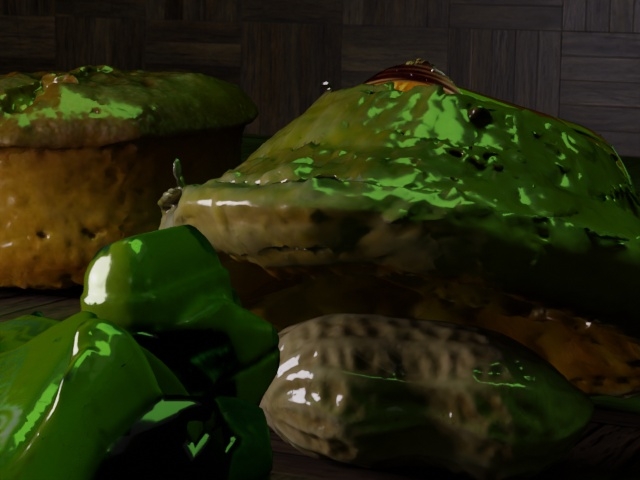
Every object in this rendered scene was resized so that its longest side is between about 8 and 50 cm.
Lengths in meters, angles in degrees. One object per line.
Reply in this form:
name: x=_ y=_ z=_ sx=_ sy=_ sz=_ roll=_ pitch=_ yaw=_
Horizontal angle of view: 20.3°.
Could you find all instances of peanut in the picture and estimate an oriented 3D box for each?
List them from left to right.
peanut: x=0.049 y=0.083 z=0.959 sx=0.194 sy=0.083 sz=0.093 roll=4 pitch=-5 yaw=29

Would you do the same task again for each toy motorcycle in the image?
toy motorcycle: x=-0.102 y=0.082 z=0.750 sx=0.206 sy=0.142 sz=0.342 roll=4 pitch=10 yaw=13

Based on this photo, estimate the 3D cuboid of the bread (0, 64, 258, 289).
bread: x=-0.209 y=-0.048 z=1.525 sx=0.340 sy=0.194 sz=0.179 roll=-2 pitch=14 yaw=-13

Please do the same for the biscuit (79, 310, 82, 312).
biscuit: x=-0.075 y=0.006 z=1.260 sx=0.247 sy=0.029 sz=0.118 roll=-37 pitch=27 yaw=-17

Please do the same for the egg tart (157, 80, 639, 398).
egg tart: x=0.072 y=-0.002 z=1.046 sx=0.341 sy=0.132 sz=0.341 roll=11 pitch=-16 yaw=3

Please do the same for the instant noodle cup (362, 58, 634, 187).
instant noodle cup: x=0.118 y=-0.015 z=1.309 sx=0.174 sy=0.213 sz=0.213 roll=5 pitch=4 yaw=-36
